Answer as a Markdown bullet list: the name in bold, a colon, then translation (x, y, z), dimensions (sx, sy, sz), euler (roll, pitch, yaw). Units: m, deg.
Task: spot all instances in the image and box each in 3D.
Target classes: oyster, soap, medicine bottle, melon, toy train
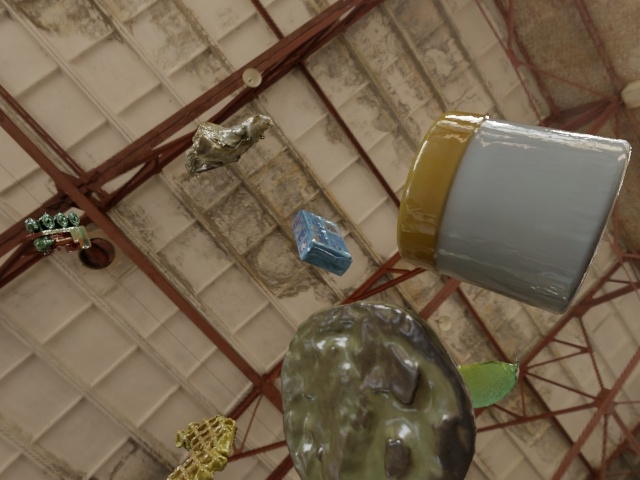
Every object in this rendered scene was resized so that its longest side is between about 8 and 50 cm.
- **oyster**: translation (-0.159, -0.169, 0.693), dimensions (0.191, 0.163, 0.081), euler (-17, -74, 18)
- **soap**: translation (0.000, 0.000, 1.261), dimensions (0.156, 0.293, 0.077), euler (24, -68, -20)
- **medicine bottle**: translation (0.260, -0.044, 0.577), dimensions (0.238, 0.232, 0.238), euler (-40, -39, -43)
- **melon**: translation (0.399, 0.334, 0.988), dimensions (0.053, 0.262, 0.114), euler (-12, -116, -28)
- **toy train**: translation (-0.732, -0.017, 1.142), dimensions (0.074, 0.176, 0.118), euler (-16, -84, 8)

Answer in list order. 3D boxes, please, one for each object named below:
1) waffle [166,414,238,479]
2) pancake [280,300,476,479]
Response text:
- **waffle**: translation (-0.245, 0.433, 0.835), dimensions (0.149, 0.194, 0.051), euler (-24, -75, 4)
- **pancake**: translation (0.055, 0.210, 0.527), dimensions (0.049, 0.294, 0.294), euler (8, -92, -48)
